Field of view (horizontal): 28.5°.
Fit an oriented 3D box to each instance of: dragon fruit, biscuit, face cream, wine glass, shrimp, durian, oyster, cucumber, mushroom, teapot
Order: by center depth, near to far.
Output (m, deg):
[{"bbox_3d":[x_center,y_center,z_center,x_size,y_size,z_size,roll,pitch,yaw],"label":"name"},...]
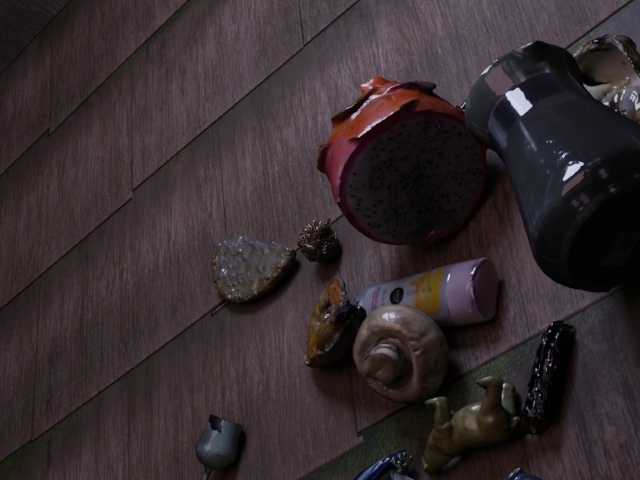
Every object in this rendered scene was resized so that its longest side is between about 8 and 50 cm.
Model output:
[{"bbox_3d":[0.307,0.367,1.799,0.049,0.063,0.083,-35,29,-17],"label":"teapot"},{"bbox_3d":[0.371,-0.097,1.844,0.300,0.253,0.344,87,163,-44],"label":"teapot"},{"bbox_3d":[0.334,0.200,1.866,0.053,0.053,0.181,-5,61,49],"label":"cucumber"},{"bbox_3d":[0.467,-0.215,1.950,0.166,0.094,0.294,-62,40,37],"label":"oyster"},{"bbox_3d":[0.129,0.187,2.034,0.166,0.166,0.127,-29,7,37],"label":"mushroom"},{"bbox_3d":[0.177,0.098,2.102,0.269,0.073,0.107,-13,66,45],"label":"face cream"},{"bbox_3d":[0.129,-0.143,2.148,0.290,0.291,0.189,-53,30,13],"label":"dragon fruit"},{"bbox_3d":[0.026,0.129,2.191,0.317,0.062,0.164,132,145,-68],"label":"shrimp"},{"bbox_3d":[-0.207,0.426,2.358,0.079,0.079,0.195,5,73,52],"label":"wine glass"},{"bbox_3d":[0.000,0.000,2.377,0.091,0.080,0.080,-60,36,3],"label":"durian"},{"bbox_3d":[-0.150,0.062,2.555,0.290,0.038,0.141,12,78,55],"label":"biscuit"}]

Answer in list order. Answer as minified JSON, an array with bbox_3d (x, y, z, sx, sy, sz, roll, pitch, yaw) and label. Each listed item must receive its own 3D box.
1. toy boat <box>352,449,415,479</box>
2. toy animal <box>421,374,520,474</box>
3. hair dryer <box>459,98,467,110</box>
[{"bbox_3d":[0.126,0.442,1.935,0.291,0.067,0.220,15,74,57],"label":"toy boat"},{"bbox_3d":[0.221,0.285,1.923,0.219,0.103,0.101,-28,65,37],"label":"toy animal"},{"bbox_3d":[0.246,-0.222,2.267,0.083,0.026,0.047,-48,40,8],"label":"hair dryer"}]
